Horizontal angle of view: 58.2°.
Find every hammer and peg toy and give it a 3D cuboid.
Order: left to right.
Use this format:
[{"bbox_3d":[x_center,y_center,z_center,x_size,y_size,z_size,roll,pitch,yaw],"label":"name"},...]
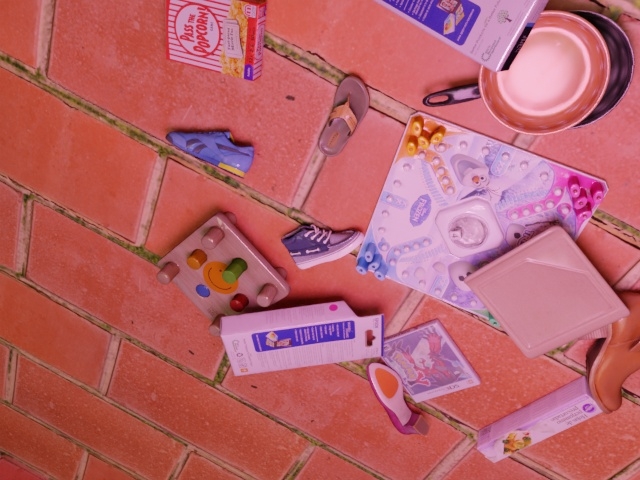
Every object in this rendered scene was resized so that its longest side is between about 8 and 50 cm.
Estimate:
[{"bbox_3d":[-0.206,0.130,1.396,0.266,0.127,0.361,-33,105,32],"label":"hammer and peg toy"}]

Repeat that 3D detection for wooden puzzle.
[{"bbox_3d":[0.440,0.105,1.132,0.238,0.044,0.221,47,123,-8],"label":"wooden puzzle"}]

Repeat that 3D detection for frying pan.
[{"bbox_3d":[0.367,-0.258,1.000,0.326,0.053,0.197,-29,106,33],"label":"frying pan"}]

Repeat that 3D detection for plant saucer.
[{"bbox_3d":[0.364,-0.273,0.944,0.200,0.037,0.199,8,118,15],"label":"plant saucer"}]

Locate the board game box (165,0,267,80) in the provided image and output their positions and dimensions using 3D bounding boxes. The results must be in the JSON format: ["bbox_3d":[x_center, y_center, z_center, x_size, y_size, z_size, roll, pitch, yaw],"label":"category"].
[{"bbox_3d":[-0.206,-0.408,1.121,0.194,0.045,0.146,16,124,11],"label":"board game box"}]

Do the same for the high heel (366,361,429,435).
[{"bbox_3d":[0.172,0.399,1.456,0.244,0.082,0.117,47,153,-16],"label":"high heel"}]

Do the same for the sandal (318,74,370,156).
[{"bbox_3d":[0.042,-0.236,1.132,0.072,0.049,0.180,29,125,1],"label":"sandal"}]

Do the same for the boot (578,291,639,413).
[{"bbox_3d":[0.652,0.228,1.167,0.220,0.109,0.283,-12,105,26],"label":"boot"}]

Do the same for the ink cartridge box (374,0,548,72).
[{"bbox_3d":[0.195,-0.421,0.916,0.333,0.065,0.165,40,127,20],"label":"ink cartridge box"}]

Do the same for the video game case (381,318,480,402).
[{"bbox_3d":[0.257,0.297,1.393,0.183,0.023,0.201,-28,107,31],"label":"video game case"}]

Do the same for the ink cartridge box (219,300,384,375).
[{"bbox_3d":[-0.037,0.229,1.354,0.371,0.069,0.175,-6,136,0],"label":"ink cartridge box"}]

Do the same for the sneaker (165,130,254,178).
[{"bbox_3d":[-0.237,-0.208,1.252,0.209,0.069,0.082,24,92,15],"label":"sneaker"}]

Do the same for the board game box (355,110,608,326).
[{"bbox_3d":[0.301,-0.017,1.171,0.390,0.050,0.389,22,124,6],"label":"board game box"}]

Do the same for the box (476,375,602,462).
[{"bbox_3d":[0.509,0.427,1.355,0.063,0.067,0.324,40,124,-8],"label":"box"}]

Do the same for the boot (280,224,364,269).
[{"bbox_3d":[0.000,0.000,1.277,0.190,0.069,0.086,-23,113,32],"label":"boot"}]
